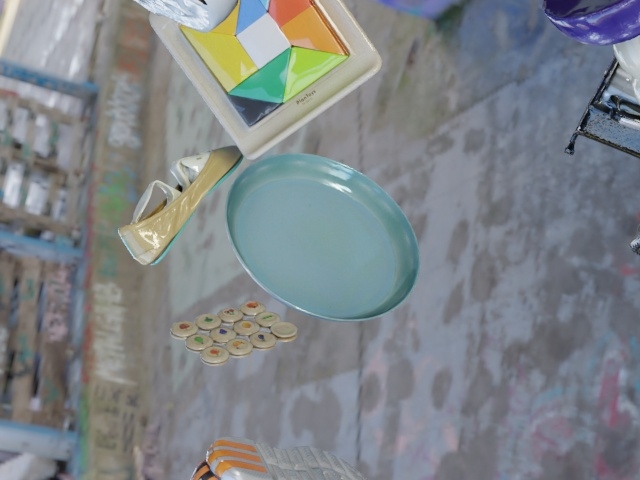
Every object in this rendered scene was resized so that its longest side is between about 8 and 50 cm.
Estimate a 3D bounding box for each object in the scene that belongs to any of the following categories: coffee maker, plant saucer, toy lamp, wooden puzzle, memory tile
[{"bbox_3d":[0.428,-0.149,1.461,0.120,0.178,0.171,-60,-9,-18],"label":"coffee maker"},{"bbox_3d":[0.000,0.000,1.750,0.044,0.317,0.317,122,153,-45],"label":"plant saucer"},{"bbox_3d":[0.205,-0.027,0.607,0.080,0.275,0.080,-28,29,17],"label":"toy lamp"},{"bbox_3d":[-0.073,-0.255,1.456,0.221,0.239,0.044,-34,2,14],"label":"wooden puzzle"},{"bbox_3d":[-0.115,0.121,1.535,0.113,0.148,0.012,34,129,43],"label":"memory tile"}]

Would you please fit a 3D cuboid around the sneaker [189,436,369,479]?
[{"bbox_3d":[-0.064,0.387,1.618,0.180,0.321,0.124,-58,32,17],"label":"sneaker"}]

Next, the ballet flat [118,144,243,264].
[{"bbox_3d":[-0.185,-0.068,1.536,0.080,0.073,0.232,-22,27,52],"label":"ballet flat"}]

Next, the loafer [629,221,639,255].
[{"bbox_3d":[0.445,-0.038,1.394,0.220,0.080,0.078,135,157,-70],"label":"loafer"}]

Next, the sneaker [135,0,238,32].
[{"bbox_3d":[-0.088,-0.301,0.929,0.236,0.130,0.323,-56,20,1],"label":"sneaker"}]
